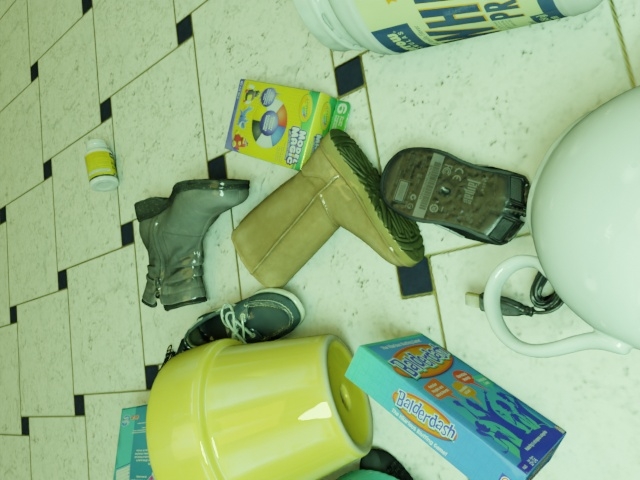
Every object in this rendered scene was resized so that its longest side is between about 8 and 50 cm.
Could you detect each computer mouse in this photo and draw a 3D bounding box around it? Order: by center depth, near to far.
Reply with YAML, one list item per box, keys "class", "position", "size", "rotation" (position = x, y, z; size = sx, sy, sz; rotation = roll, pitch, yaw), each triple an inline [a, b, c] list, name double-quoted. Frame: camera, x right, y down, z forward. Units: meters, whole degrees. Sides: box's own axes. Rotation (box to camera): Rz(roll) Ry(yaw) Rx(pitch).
- class: "computer mouse"
  position: [0.192, -0.011, 0.628]
  size: [0.262, 0.060, 0.184]
  rotation: [14, 92, 26]
- class: "computer mouse"
  position: [0.132, 0.383, 0.661]
  size: [0.242, 0.041, 0.071]
  rotation: [45, 113, 30]

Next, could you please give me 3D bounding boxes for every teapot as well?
- class: "teapot"
  position: [0.284, -0.032, 0.462]
  size: [0.187, 0.256, 0.252]
  rotation: [42, 149, 56]

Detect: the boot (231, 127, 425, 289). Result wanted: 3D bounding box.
- class: "boot"
  position: [0.000, 0.000, 0.765]
  size: [0.269, 0.089, 0.236]
  rotation: [-43, 68, 35]

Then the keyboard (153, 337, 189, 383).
- class: "keyboard"
  position: [-0.303, 0.290, 1.011]
  size: [0.100, 0.038, 0.192]
  rotation: [32, 106, 35]

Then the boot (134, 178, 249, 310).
- class: "boot"
  position: [-0.233, 0.014, 0.939]
  size: [0.338, 0.118, 0.223]
  rotation: [-13, 82, 48]

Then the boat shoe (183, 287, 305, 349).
- class: "boat shoe"
  position: [-0.136, 0.142, 0.845]
  size: [0.254, 0.079, 0.095]
  rotation: [-13, 103, 38]

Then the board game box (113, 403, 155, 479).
- class: "board game box"
  position: [-0.273, 0.452, 0.851]
  size: [0.254, 0.079, 0.336]
  rotation: [-24, 58, 44]

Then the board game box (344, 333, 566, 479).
- class: "board game box"
  position: [0.155, 0.188, 0.578]
  size: [0.210, 0.160, 0.047]
  rotation: [32, 106, 34]

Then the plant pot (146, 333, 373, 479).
- class: "plant pot"
  position: [-0.066, 0.246, 0.703]
  size: [0.239, 0.254, 0.254]
  rotation: [-21, 74, 16]

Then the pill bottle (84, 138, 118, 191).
- class: "pill bottle"
  position: [-0.523, -0.180, 1.192]
  size: [0.065, 0.065, 0.116]
  rotation: [-30, 70, 33]

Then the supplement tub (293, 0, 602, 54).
- class: "supplement tub"
  position: [0.141, -0.349, 0.573]
  size: [0.325, 0.235, 0.235]
  rotation: [3, 89, 39]

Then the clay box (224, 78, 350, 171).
- class: "clay box"
  position: [-0.060, -0.190, 0.837]
  size: [0.222, 0.053, 0.127]
  rotation: [22, 101, 38]

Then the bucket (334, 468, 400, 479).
- class: "bucket"
  position: [0.041, 0.439, 0.610]
  size: [0.281, 0.183, 0.281]
  rotation: [10, 106, 39]
